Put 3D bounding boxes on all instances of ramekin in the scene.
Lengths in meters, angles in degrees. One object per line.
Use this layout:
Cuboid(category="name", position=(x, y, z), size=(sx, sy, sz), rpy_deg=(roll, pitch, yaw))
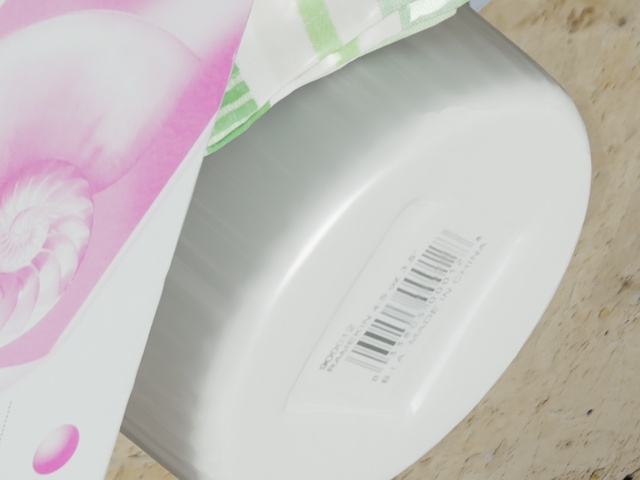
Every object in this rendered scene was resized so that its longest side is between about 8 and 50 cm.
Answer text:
Cuboid(category="ramekin", position=(0.000, 0.000, 0.925), size=(0.277, 0.135, 0.277), rpy_deg=(-34, 147, -26))

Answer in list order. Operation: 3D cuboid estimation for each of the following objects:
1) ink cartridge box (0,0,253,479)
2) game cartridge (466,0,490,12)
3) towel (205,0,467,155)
Cuboid(category="ink cartridge box", position=(-0.159, -0.038, 0.561), size=(0.324, 0.071, 0.330), rpy_deg=(-10, 128, -46))
Cuboid(category="game cartridge", position=(0.087, -0.155, 0.987), size=(0.056, 0.017, 0.083), rpy_deg=(-44, 150, -17))
Cuboid(category="towel", position=(-0.087, -0.116, 0.708), size=(0.325, 0.038, 0.248), rpy_deg=(-34, 128, -20))
